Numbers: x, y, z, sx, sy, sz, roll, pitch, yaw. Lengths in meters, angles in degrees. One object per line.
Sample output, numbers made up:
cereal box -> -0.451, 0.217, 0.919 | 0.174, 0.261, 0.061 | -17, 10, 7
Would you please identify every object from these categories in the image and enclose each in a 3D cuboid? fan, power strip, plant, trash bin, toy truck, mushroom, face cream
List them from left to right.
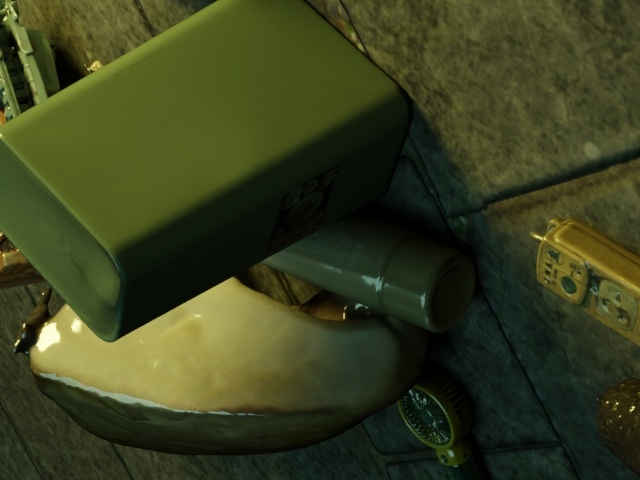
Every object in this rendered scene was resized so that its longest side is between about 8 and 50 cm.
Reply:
toy truck -> -0.360, -0.126, 1.946 | 0.184, 0.133, 0.338 | -33, 69, 62
trash bin -> -0.118, -0.074, 1.532 | 0.223, 0.343, 0.158 | 44, 148, 20
mushroom -> -0.071, 0.152, 1.744 | 0.397, 0.224, 0.313 | 11, 150, 21
face cream -> 0.000, 0.000, 1.650 | 0.341, 0.137, 0.084 | 22, 135, 37
fan -> 0.135, 0.207, 1.707 | 0.082, 0.039, 0.155 | 0, 118, 53
power strip -> 0.290, 0.067, 1.374 | 0.305, 0.044, 0.064 | 35, 142, 32
plant -> 0.304, 0.169, 1.399 | 0.143, 0.094, 0.092 | 17, 119, 52

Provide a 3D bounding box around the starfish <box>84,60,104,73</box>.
starfish -> -0.200, -0.091, 1.888 | 0.299, 0.060, 0.302 | 43, 154, 26
